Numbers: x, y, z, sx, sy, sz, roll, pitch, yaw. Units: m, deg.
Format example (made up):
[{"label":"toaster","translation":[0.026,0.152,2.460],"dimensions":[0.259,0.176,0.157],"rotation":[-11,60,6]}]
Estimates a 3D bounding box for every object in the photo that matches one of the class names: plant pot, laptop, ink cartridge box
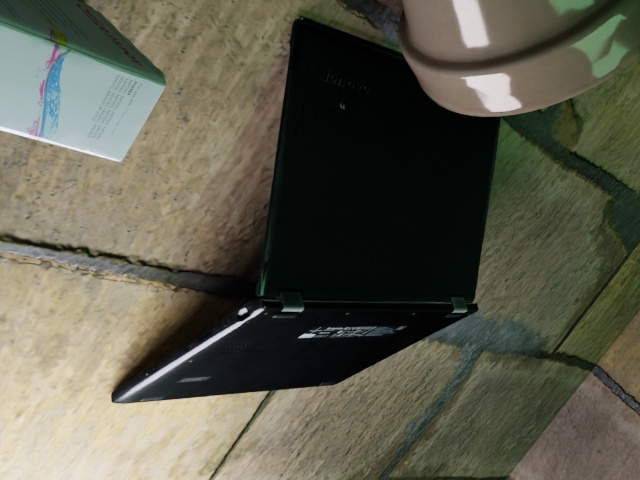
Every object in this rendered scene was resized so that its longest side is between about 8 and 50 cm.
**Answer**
[{"label":"plant pot","translation":[0.155,-0.275,0.750],"dimensions":[0.263,0.263,0.229],"rotation":[-43,128,-5]},{"label":"laptop","translation":[0.000,0.000,1.025],"dimensions":[0.408,0.236,0.382],"rotation":[-34,154,35]},{"label":"ink cartridge box","translation":[-0.210,-0.129,0.586],"dimensions":[0.175,0.127,0.072],"rotation":[14,115,-51]}]
